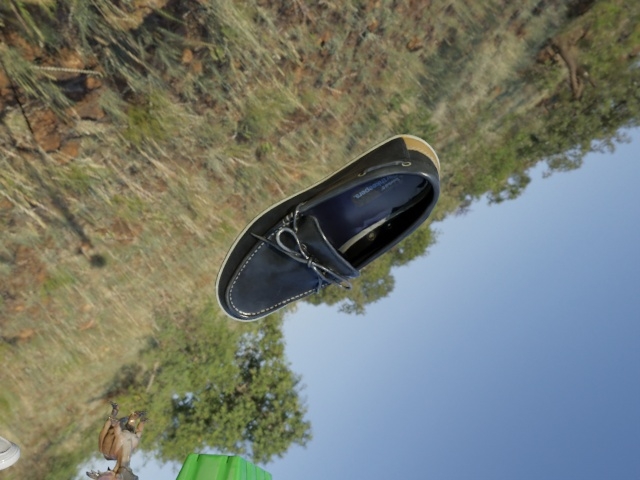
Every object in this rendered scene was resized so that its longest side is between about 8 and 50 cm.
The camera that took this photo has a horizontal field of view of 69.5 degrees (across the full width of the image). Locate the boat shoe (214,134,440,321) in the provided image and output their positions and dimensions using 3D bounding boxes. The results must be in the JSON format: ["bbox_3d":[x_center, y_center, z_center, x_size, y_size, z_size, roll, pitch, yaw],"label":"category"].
[{"bbox_3d":[0.000,0.000,0.829,0.500,0.186,0.156,-35,-156,15],"label":"boat shoe"}]

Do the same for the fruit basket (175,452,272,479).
[{"bbox_3d":[-0.305,0.834,1.323,0.283,0.391,0.392,-4,-170,15],"label":"fruit basket"}]

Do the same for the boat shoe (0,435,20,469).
[{"bbox_3d":[-0.606,0.340,0.787,0.066,0.184,0.063,-53,153,-67],"label":"boat shoe"}]

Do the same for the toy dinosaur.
[{"bbox_3d":[-0.604,0.602,1.354,0.296,0.127,0.200,1,-112,61],"label":"toy dinosaur"}]
